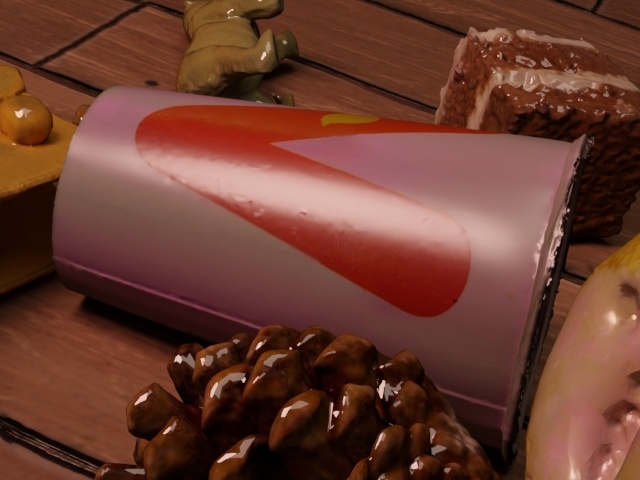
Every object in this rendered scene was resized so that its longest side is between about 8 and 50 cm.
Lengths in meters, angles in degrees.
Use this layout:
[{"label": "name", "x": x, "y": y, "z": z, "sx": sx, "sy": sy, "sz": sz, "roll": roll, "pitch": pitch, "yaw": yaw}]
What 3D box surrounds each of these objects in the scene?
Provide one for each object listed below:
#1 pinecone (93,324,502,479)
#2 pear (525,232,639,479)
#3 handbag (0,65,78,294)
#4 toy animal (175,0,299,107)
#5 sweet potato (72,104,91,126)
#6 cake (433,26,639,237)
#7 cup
[{"label": "pinecone", "x": -0.005, "y": 0.125, "z": 0.594, "sx": 0.169, "sy": 0.185, "sz": 0.212, "roll": -28, "pitch": 27, "yaw": -18}, {"label": "pear", "x": 0.221, "y": 0.109, "z": 0.634, "sx": 0.271, "sy": 0.271, "sz": 0.271, "roll": 10, "pitch": 31, "yaw": -6}, {"label": "handbag", "x": -0.353, "y": -0.082, "z": 0.842, "sx": 0.401, "sy": 0.133, "sz": 0.283, "roll": 28, "pitch": 29, "yaw": 20}, {"label": "toy animal", "x": -0.075, "y": -0.158, "z": 1.115, "sx": 0.101, "sy": 0.103, "sz": 0.218, "roll": -10, "pitch": 36, "yaw": 6}, {"label": "sweet potato", "x": -0.056, "y": -0.068, "z": 0.995, "sx": 0.255, "sy": 0.058, "sz": 0.078, "roll": 0, "pitch": 13, "yaw": -30}, {"label": "cake", "x": 0.169, "y": -0.087, "z": 1.042, "sx": 0.135, "sy": 0.134, "sz": 0.147, "roll": 5, "pitch": 39, "yaw": -18}, {"label": "cup", "x": 0.000, "y": 0.000, "z": 0.798, "sx": 0.288, "sy": 0.203, "sz": 0.203, "roll": 13, "pitch": 30, "yaw": 12}]
